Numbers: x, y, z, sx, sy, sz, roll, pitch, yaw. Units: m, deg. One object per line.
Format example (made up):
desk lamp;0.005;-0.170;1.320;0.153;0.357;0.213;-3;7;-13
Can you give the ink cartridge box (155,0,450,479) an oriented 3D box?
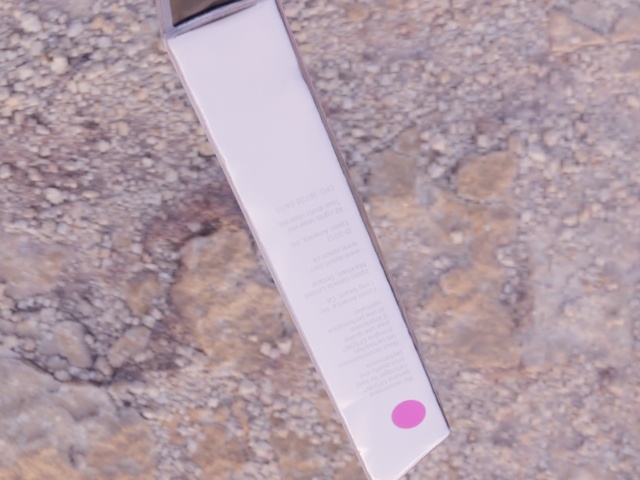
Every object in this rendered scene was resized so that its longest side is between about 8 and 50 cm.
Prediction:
ink cartridge box;0.000;0.000;0.723;0.069;0.176;0.371;-20;121;1
